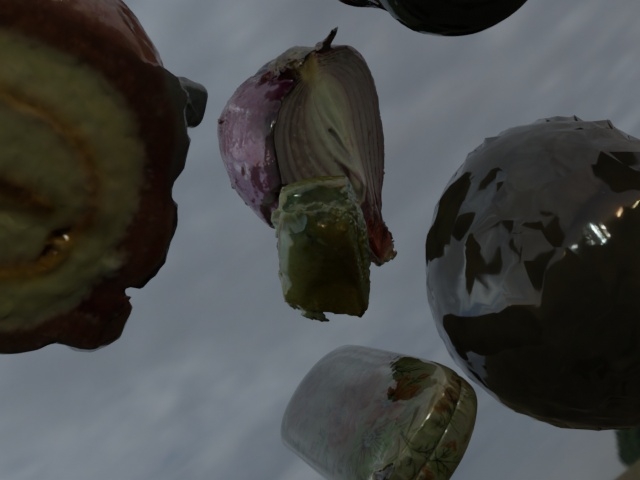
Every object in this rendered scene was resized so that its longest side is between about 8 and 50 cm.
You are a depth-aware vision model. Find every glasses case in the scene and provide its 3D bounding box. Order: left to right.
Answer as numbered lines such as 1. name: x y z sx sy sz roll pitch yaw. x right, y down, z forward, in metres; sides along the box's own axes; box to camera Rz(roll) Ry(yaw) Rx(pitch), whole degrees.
1. glasses case: 0.049 0.197 1.014 0.156 0.098 0.425 -54 10 -11

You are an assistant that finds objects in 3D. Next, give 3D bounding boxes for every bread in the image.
1. bread: -0.184 -0.055 0.408 0.244 0.123 0.190 11 -73 -45
2. bread: 0.001 0.005 0.954 0.103 0.156 0.110 -9 -8 4

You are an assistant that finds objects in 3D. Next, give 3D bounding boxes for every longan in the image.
1. longan: 0.314 0.035 1.095 0.391 0.391 0.391 -33 -23 -16

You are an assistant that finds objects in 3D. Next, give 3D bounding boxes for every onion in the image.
1. onion: -0.020 -0.100 1.291 0.267 0.159 0.348 -46 -53 -38

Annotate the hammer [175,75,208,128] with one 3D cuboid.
1. hammer: -0.221 -0.137 0.658 0.427 0.044 0.152 0 -77 -56

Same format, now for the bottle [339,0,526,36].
1. bottle: 0.053 -0.233 0.671 0.143 0.271 0.156 -29 -61 -9
